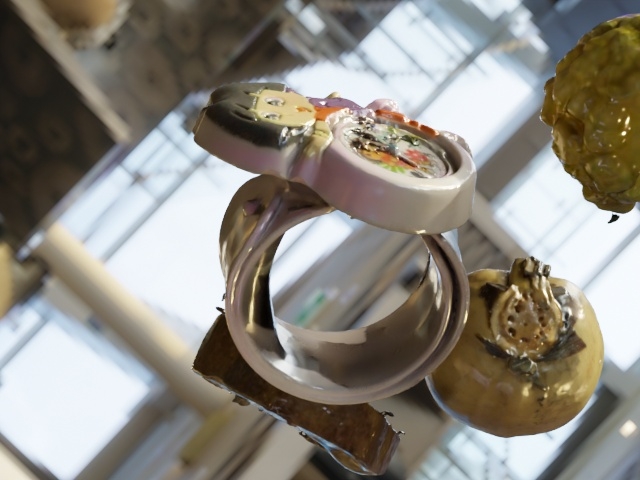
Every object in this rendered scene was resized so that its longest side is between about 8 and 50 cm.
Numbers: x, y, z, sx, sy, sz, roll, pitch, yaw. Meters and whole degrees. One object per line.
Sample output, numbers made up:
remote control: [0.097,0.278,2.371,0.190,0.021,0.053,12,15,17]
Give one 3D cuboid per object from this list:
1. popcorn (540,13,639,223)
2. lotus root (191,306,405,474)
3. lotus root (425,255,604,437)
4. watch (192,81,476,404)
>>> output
popcorn: [0.292,-0.109,1.589,0.189,0.169,0.218,-8,171,24]
lotus root: [-0.008,0.165,1.901,0.074,0.261,0.170,-59,-164,-9]
lotus root: [0.196,0.123,1.941,0.183,0.183,0.310,-46,168,-9]
watch: [0.000,0.000,1.560,0.196,0.244,0.231,-96,-162,-60]
